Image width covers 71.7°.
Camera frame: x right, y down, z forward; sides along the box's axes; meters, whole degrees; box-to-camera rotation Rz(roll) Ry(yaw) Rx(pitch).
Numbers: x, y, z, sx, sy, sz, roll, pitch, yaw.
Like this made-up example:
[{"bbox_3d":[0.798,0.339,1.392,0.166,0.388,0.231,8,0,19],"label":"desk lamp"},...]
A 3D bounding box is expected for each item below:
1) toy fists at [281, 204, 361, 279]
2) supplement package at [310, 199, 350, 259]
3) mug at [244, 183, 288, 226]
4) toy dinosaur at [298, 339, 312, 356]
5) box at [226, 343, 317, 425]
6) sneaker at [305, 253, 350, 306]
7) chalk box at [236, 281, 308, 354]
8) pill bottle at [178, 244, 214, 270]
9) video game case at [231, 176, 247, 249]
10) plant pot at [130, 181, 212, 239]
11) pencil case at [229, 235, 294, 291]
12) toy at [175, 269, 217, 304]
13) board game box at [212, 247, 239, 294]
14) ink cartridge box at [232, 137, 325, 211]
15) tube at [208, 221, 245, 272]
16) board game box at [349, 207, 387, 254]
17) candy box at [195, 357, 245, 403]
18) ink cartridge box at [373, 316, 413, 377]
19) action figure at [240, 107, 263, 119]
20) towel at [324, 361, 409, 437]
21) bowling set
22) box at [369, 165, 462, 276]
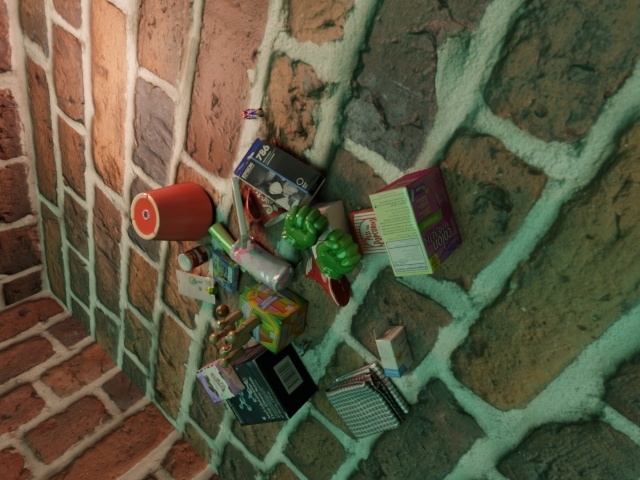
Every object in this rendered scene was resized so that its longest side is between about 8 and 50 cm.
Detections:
[{"bbox_3d":[0.000,0.000,1.411,0.279,0.096,0.142,40,123,10],"label":"toy fists"},{"bbox_3d":[0.027,-0.035,1.510,0.105,0.105,0.179,-3,109,39],"label":"supplement package"},{"bbox_3d":[-0.205,-0.148,1.621,0.113,0.150,0.169,-32,85,23],"label":"mug"},{"bbox_3d":[-0.070,0.464,1.881,0.090,0.047,0.082,-1,129,28],"label":"toy dinosaur"},{"bbox_3d":[-0.263,0.640,2.004,0.395,0.212,0.293,-30,91,44],"label":"box"},{"bbox_3d":[0.022,0.149,1.636,0.128,0.087,0.221,-29,79,52],"label":"sneaker"},{"bbox_3d":[-0.223,0.289,1.821,0.289,0.179,0.180,27,125,26],"label":"chalk box"},{"bbox_3d":[-0.558,0.073,2.003,0.086,0.152,0.086,17,121,32],"label":"pill bottle"},{"bbox_3d":[-0.309,-0.098,1.684,0.206,0.026,0.226,121,138,-71],"label":"video game case"},{"bbox_3d":[-0.642,-0.114,1.883,0.275,0.243,0.274,6,101,34],"label":"plant pot"},{"bbox_3d":[-0.235,0.091,1.781,0.273,0.124,0.113,34,168,23],"label":"pencil case"},{"bbox_3d":[-0.601,0.220,2.178,0.237,0.056,0.136,12,115,29],"label":"toy"},{"bbox_3d":[-0.426,0.141,1.983,0.136,0.035,0.201,38,142,19],"label":"board game box"},{"bbox_3d":[-0.161,-0.232,1.539,0.333,0.065,0.165,33,90,23],"label":"ink cartridge box"},{"bbox_3d":[-0.387,0.030,1.912,0.062,0.070,0.240,-39,91,-2],"label":"tube"},{"bbox_3d":[0.200,-0.035,1.412,0.194,0.045,0.146,-7,106,41],"label":"board game box"},{"bbox_3d":[-0.441,0.612,1.941,0.196,0.070,0.164,-34,87,44],"label":"candy box"},{"bbox_3d":[0.252,0.366,1.526,0.062,0.104,0.181,-7,107,40],"label":"ink cartridge box"},{"bbox_3d":[-0.248,-0.451,1.580,0.115,0.030,0.038,8,111,41],"label":"action figure"},{"bbox_3d":[0.172,0.626,1.709,0.284,0.121,0.235,-38,87,43],"label":"towel"},{"bbox_3d":[-0.382,0.365,1.761,0.200,0.154,0.287,39,129,19],"label":"bowling set"},{"bbox_3d":[0.270,-0.055,1.229,0.117,0.214,0.242,-9,105,42],"label":"box"}]
